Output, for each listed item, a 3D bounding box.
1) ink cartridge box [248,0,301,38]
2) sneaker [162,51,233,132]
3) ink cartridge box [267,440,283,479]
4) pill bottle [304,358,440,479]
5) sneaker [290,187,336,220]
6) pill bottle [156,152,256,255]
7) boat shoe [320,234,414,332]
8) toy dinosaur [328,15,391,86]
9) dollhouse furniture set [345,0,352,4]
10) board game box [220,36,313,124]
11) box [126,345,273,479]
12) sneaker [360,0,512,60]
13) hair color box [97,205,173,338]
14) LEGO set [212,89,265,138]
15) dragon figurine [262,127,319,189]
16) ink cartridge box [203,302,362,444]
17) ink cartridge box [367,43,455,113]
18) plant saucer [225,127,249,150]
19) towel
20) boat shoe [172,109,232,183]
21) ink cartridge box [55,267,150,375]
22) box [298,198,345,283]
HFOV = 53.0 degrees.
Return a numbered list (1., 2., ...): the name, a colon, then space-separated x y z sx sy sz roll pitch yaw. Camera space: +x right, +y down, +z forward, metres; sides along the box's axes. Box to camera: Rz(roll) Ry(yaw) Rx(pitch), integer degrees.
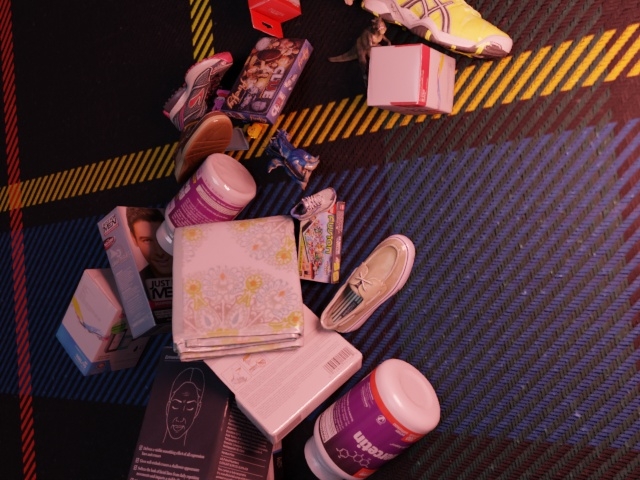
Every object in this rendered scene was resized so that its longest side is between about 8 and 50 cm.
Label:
1. ink cartridge box: -0.125 -0.661 1.674 0.078 0.134 0.231 -11 85 34
2. sneaker: -0.331 -0.423 1.839 0.112 0.121 0.299 51 131 3
3. ink cartridge box: -0.254 0.581 1.817 0.332 0.065 0.166 -6 86 34
4. pill bottle: 0.110 0.431 1.487 0.323 0.181 0.182 -46 66 27
5. sneaker: -0.019 -0.088 1.604 0.135 0.058 0.052 -33 72 29
6. pill bottle: -0.330 -0.087 1.801 0.301 0.169 0.169 -44 67 26
7. boat shoe: 0.113 0.114 1.536 0.109 0.094 0.302 45 115 26
8. toy dinosaur: 0.115 -0.441 1.531 0.118 0.064 0.268 54 157 -9
9. dollhouse furniture set: 0.154 -0.694 1.455 0.303 0.198 0.287 -26 55 11
10. board game box: -0.140 -0.421 1.679 0.165 0.042 0.243 14 72 33
11. box: -0.292 0.492 1.670 0.293 0.212 0.396 -6 62 36
12. sneaker: 0.255 -0.510 1.403 0.384 0.145 0.147 36 111 28
13. hair color box: -0.508 0.089 1.917 0.113 0.185 0.375 -32 73 31
14. LEGO set: -0.195 -0.336 1.744 0.227 0.087 0.093 15 72 34
15. dragon figurine: -0.084 -0.201 1.609 0.144 0.289 0.085 26 111 -7
16. ink cartridge box: -0.090 0.304 1.576 0.261 0.296 0.066 39 150 28
17. ink cartridge box: 0.204 -0.351 1.420 0.128 0.176 0.128 6 97 36
18. plant saucer: -0.285 -0.289 1.844 0.192 0.018 0.067 2 126 34
19. towel: -0.211 0.111 1.613 0.320 0.090 0.375 -4 58 -5
20. boat shoe: -0.345 -0.280 1.786 0.342 0.123 0.123 -42 67 59
21. ink cartridge box: -0.656 0.247 2.016 0.197 0.198 0.270 42 114 28
22. box: 0.000 0.000 1.650 0.114 0.036 0.207 6 94 35
